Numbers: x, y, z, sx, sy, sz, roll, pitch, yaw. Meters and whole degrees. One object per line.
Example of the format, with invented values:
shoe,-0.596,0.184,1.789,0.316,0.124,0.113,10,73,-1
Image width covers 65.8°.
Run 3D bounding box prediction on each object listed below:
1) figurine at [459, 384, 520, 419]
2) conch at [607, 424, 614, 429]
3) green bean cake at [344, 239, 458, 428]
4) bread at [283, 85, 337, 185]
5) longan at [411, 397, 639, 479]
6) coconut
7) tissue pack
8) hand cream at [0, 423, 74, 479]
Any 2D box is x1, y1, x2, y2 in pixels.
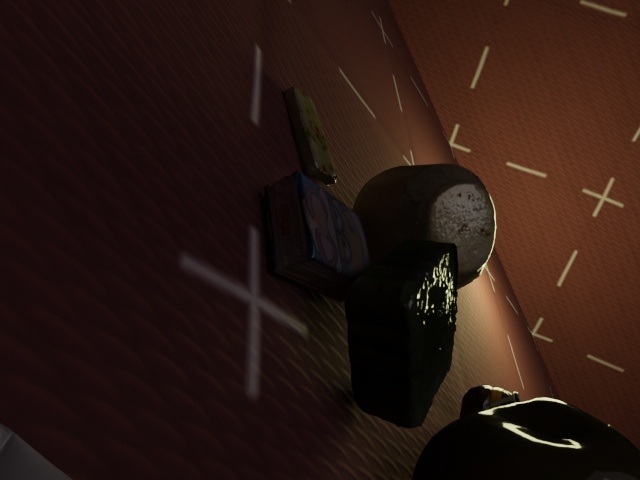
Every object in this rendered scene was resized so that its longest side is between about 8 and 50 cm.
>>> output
figurine,0.302,0.373,0.848,0.174,0.115,0.240,28,52,-56
conch,0.494,0.474,1.047,0.186,0.263,0.324,49,-15,12
green bean cake,0.109,0.105,0.615,0.185,0.094,0.184,-31,121,-49
bread,-0.015,-0.161,0.760,0.068,0.028,0.154,18,52,-57
longan,0.263,0.341,0.603,0.349,0.288,0.289,10,55,-27
coconut,0.153,-0.021,0.780,0.202,0.222,0.202,-2,94,-27
tissue pack,0.000,0.000,0.608,0.155,0.065,0.116,29,44,-52
hand cream,-0.097,0.209,0.235,0.248,0.083,0.133,45,30,-19
